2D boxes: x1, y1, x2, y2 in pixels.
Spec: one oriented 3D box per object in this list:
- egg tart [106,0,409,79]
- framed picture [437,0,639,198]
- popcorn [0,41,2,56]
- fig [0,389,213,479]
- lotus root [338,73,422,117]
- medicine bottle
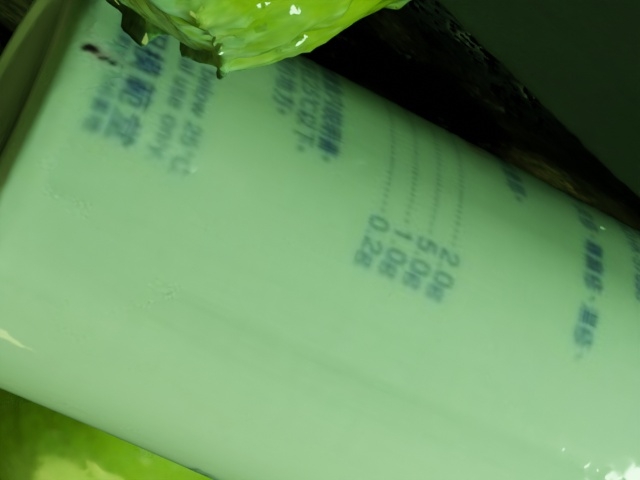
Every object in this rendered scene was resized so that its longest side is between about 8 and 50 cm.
[{"bbox_3d":[-0.051,-0.106,0.402,0.197,0.078,0.197,37,174,4],"label":"egg tart"},{"bbox_3d":[0.133,-0.011,0.278,0.339,0.014,0.255,38,164,-32],"label":"framed picture"},{"bbox_3d":[-0.411,-0.100,1.396,0.293,0.292,0.334,45,164,-33],"label":"popcorn"},{"bbox_3d":[-0.070,0.070,1.033,0.258,0.258,0.326,32,-174,30],"label":"fig"},{"bbox_3d":[0.000,0.000,0.711,0.124,0.123,0.241,18,175,5],"label":"lotus root"},{"bbox_3d":[0.048,0.041,0.547,0.341,0.130,0.130,25,177,-19],"label":"medicine bottle"}]
